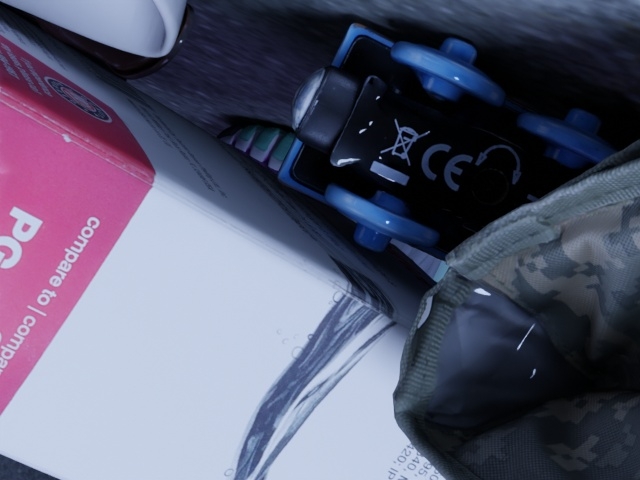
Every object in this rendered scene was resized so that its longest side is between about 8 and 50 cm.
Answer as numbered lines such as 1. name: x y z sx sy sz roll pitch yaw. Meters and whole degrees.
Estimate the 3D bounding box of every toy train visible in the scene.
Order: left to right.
1. toy train: 0.073 -0.013 0.590 0.184 0.080 0.105 25 -177 -5

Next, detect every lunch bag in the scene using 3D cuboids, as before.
1. lunch bag: 0.185 0.065 0.427 0.235 0.169 0.287 26 169 -32

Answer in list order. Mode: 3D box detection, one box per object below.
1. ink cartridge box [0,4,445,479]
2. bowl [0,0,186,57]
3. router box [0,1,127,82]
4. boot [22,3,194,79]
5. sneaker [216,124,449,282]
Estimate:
1. ink cartridge box: -0.053 0.019 0.566 0.237 0.100 0.172 31 -172 -30
2. bowl: -0.098 -0.107 0.465 0.142 0.053 0.142 22 174 -2
3. router box: -0.292 -0.129 0.867 0.309 0.081 0.243 27 173 -39
4. boot: -0.118 -0.108 0.653 0.114 0.037 0.106 32 167 -37
5. sneaker: 0.000 0.000 0.879 0.083 0.098 0.224 26 173 -38
